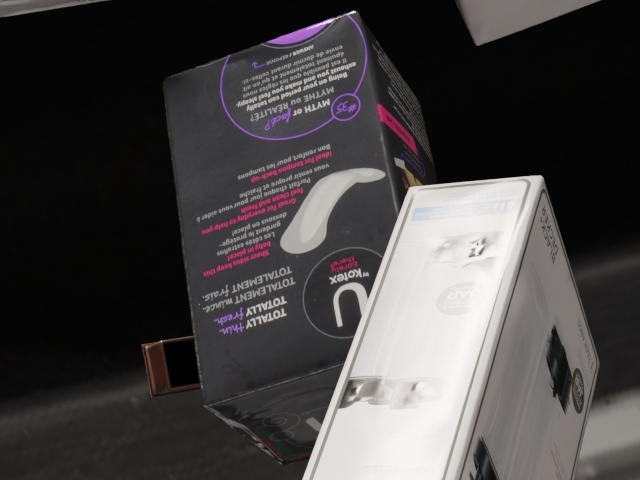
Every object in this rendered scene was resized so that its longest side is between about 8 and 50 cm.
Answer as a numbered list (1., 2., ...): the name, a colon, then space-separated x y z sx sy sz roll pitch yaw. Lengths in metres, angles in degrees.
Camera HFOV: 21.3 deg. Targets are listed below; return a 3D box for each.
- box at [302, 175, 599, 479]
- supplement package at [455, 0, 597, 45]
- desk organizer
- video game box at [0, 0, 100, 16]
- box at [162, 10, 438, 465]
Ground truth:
1. box: 0.078 0.118 0.963 0.290 0.087 0.169 -69 -34 -43
2. supplement package: 0.152 -0.303 1.169 0.204 0.145 0.262 -20 -49 5
3. desk organizer: -0.080 0.100 1.453 0.130 0.050 0.047 -8 -96 -23
4. video game box: -0.164 -0.276 1.281 0.205 0.048 0.187 -8 -101 6
5. box: 0.000 0.000 1.222 0.165 0.270 0.143 -18 -31 15
